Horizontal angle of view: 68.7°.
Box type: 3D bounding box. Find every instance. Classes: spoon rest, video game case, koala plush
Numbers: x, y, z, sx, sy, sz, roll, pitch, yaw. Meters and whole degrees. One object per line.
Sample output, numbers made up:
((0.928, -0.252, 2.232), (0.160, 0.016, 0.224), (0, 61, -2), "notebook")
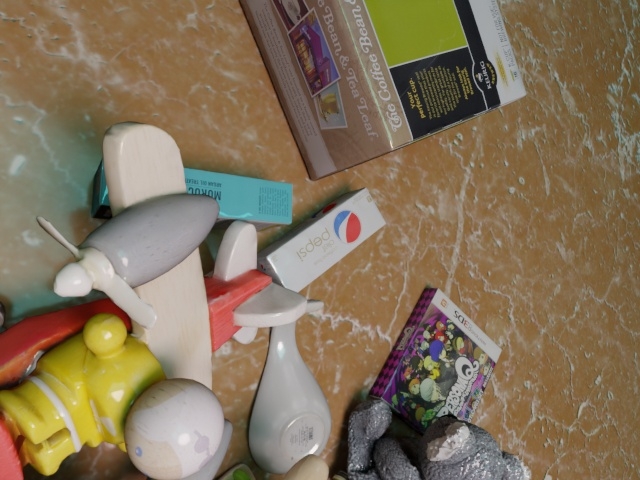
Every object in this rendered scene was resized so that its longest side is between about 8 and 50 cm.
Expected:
((-0.041, 0.218, 0.704), (0.137, 0.084, 0.276), (-1, 99, -30), "spoon rest")
((0.222, 0.241, 0.867), (0.210, 0.042, 0.232), (43, 66, -19), "video game case")
((0.172, 0.338, 0.688), (0.196, 0.221, 0.203), (41, 35, -22), "koala plush")

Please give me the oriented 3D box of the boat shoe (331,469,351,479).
((0.075, 0.408, 0.761), (0.152, 0.056, 0.049), (51, 58, -27), "boat shoe")

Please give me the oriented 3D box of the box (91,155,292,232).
((-0.168, -0.055, 0.630), (0.245, 0.101, 0.060), (5, 81, -31), "box")

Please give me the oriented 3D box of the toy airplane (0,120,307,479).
((-0.166, 0.130, 0.503), (0.384, 0.272, 0.386), (-53, 135, -4), "toy airplane")

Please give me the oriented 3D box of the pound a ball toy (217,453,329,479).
((-0.046, 0.426, 0.582), (0.136, 0.208, 0.319), (-30, 102, -43), "pound a ball toy")

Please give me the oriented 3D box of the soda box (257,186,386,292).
((0.000, 0.000, 0.742), (0.216, 0.069, 0.073), (-36, 104, -29), "soda box")

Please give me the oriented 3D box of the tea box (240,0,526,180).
((0.100, -0.313, 0.744), (0.324, 0.220, 0.328), (-25, 98, -31), "tea box")
